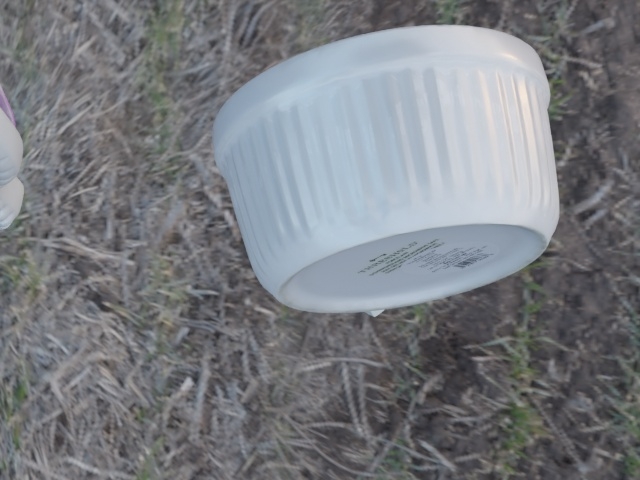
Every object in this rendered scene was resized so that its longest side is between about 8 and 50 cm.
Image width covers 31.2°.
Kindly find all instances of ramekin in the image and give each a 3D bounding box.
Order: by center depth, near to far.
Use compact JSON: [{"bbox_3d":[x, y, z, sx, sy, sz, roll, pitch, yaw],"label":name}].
[{"bbox_3d":[0.044,-0.031,0.686,0.207,0.207,0.109,-5,71,-18],"label":"ramekin"}]

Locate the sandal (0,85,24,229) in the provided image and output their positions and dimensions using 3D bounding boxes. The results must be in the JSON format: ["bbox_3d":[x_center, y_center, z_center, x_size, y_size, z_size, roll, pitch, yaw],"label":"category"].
[{"bbox_3d":[-0.278,-0.098,0.797,0.169,0.416,0.102,20,78,-11],"label":"sandal"}]

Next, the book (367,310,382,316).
[{"bbox_3d":[0.000,0.000,0.888,0.035,0.144,0.096,-37,110,-7],"label":"book"}]
